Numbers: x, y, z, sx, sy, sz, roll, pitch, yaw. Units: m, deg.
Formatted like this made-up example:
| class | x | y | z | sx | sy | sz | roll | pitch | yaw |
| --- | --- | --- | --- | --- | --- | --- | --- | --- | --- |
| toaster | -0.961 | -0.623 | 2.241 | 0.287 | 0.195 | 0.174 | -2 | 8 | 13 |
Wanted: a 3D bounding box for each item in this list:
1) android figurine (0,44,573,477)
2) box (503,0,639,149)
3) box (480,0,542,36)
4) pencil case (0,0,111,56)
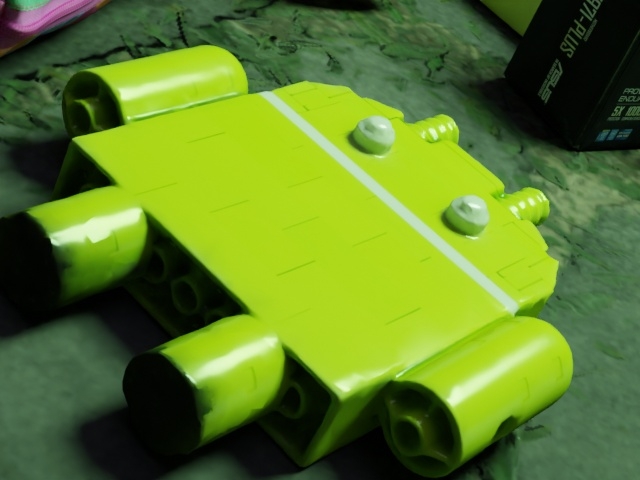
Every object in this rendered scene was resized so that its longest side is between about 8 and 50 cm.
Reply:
| class | x | y | z | sx | sy | sz | roll | pitch | yaw |
| --- | --- | --- | --- | --- | --- | --- | --- | --- | --- |
| android figurine | 0.000 | 0.000 | 0.636 | 0.273 | 0.056 | 0.248 | -20 | 54 | -45 |
| box | 0.226 | -0.138 | 0.884 | 0.180 | 0.147 | 0.077 | -5 | 44 | -38 |
| box | 0.122 | -0.209 | 0.992 | 0.087 | 0.058 | 0.232 | -14 | 51 | -44 |
| pencil case | -0.129 | -0.160 | 0.729 | 0.104 | 0.104 | 0.236 | 33 | 36 | 11 |
